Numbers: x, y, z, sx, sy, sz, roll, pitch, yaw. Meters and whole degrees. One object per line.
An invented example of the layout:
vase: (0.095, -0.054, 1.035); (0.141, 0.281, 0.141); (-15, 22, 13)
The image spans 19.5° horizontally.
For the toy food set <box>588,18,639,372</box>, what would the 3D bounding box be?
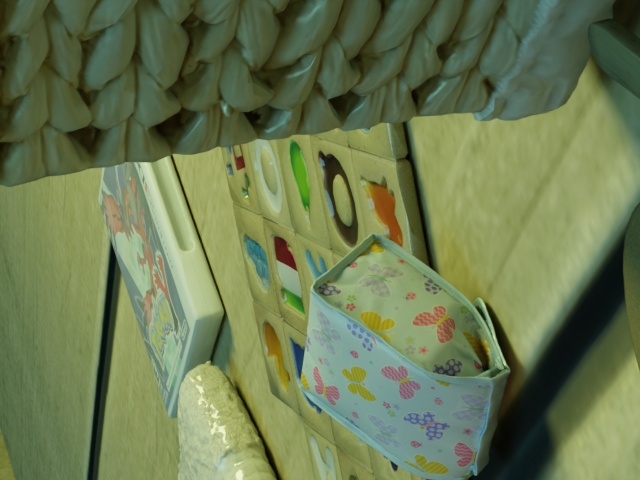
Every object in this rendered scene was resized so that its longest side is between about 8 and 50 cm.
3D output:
toy food set: (0.119, 0.038, 0.491); (0.132, 0.038, 0.192); (-118, 14, -61)

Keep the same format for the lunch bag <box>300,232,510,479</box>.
lunch bag: (0.037, 0.050, 0.738); (0.083, 0.053, 0.071); (37, 146, 25)

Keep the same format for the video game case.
video game case: (-0.114, 0.008, 1.286); (0.201, 0.023, 0.183); (111, 142, -65)

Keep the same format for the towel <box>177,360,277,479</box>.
towel: (-0.050, 0.233, 1.222); (0.282, 0.049, 0.187); (91, 158, -43)

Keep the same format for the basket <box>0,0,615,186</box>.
basket: (-0.063, -0.218, 0.459); (0.331, 0.266, 0.328); (112, 142, -62)

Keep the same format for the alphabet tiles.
alphabet tiles: (0.000, 0.000, 0.904); (0.285, 0.011, 0.342); (-155, 52, -69)
